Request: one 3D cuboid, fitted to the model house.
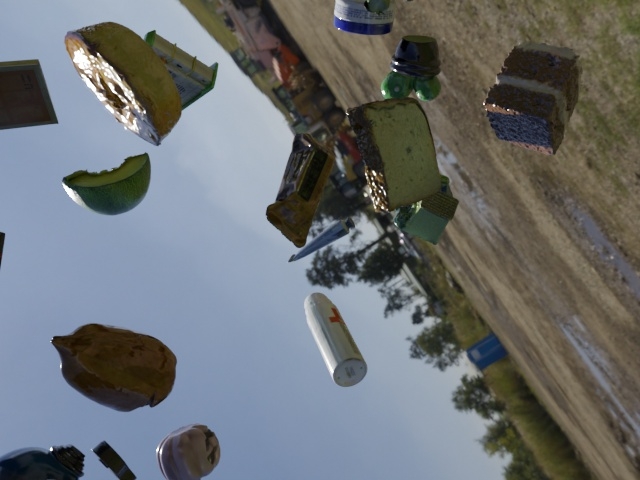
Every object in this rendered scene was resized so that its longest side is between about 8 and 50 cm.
[{"bbox_3d":[0.393,-0.137,1.996,0.195,0.189,0.214,27,-140,-5],"label":"model house"}]

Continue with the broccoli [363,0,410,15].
[{"bbox_3d":[0.102,-0.424,0.885,0.122,0.118,0.204,83,-167,-50],"label":"broccoli"}]

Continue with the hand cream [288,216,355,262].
[{"bbox_3d":[0.000,0.000,1.854,0.055,0.256,0.088,57,-163,-11],"label":"hand cream"}]

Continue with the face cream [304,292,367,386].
[{"bbox_3d":[0.030,0.260,1.549,0.102,0.102,0.345,53,-176,-33],"label":"face cream"}]

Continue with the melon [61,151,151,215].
[{"bbox_3d":[-0.623,-0.142,1.691,0.129,0.265,0.169,49,154,41],"label":"melon"}]

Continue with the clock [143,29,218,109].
[{"bbox_3d":[-0.499,-0.554,1.785,0.255,0.219,0.106,26,-120,-40],"label":"clock"}]

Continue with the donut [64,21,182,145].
[{"bbox_3d":[-0.242,-0.201,0.701,0.178,0.065,0.162,33,156,32],"label":"donut"}]

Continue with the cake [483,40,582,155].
[{"bbox_3d":[0.378,-0.251,0.965,0.134,0.147,0.135,29,174,32],"label":"cake"}]

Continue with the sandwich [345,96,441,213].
[{"bbox_3d":[0.178,-0.208,1.306,0.087,0.226,0.251,-5,103,52],"label":"sandwich"}]

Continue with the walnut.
[{"bbox_3d":[-0.516,0.309,1.375,0.336,0.209,0.209,35,-161,-38],"label":"walnut"}]

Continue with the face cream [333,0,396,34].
[{"bbox_3d":[0.149,-0.773,1.860,0.206,0.205,0.111,-114,23,-53],"label":"face cream"}]

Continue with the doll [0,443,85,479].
[{"bbox_3d":[-0.592,0.549,1.107,0.240,0.284,0.310,48,155,-13],"label":"doll"}]

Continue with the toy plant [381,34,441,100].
[{"bbox_3d":[0.324,-0.593,1.946,0.175,0.218,0.235,-43,-37,-50],"label":"toy plant"}]

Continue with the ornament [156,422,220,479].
[{"bbox_3d":[-0.374,0.619,1.582,0.178,0.177,0.177,56,-174,-10],"label":"ornament"}]

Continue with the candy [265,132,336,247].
[{"bbox_3d":[-0.049,-0.127,1.328,0.143,0.272,0.101,34,155,-36],"label":"candy"}]

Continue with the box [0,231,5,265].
[{"bbox_3d":[-0.810,0.110,1.228,0.084,0.310,0.198,18,-123,-44],"label":"box"}]

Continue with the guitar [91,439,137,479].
[{"bbox_3d":[-0.427,0.546,1.231,0.083,0.038,0.271,20,136,40],"label":"guitar"}]

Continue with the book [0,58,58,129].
[{"bbox_3d":[-0.684,-0.289,1.127,0.170,0.241,0.018,107,147,-55],"label":"book"}]
